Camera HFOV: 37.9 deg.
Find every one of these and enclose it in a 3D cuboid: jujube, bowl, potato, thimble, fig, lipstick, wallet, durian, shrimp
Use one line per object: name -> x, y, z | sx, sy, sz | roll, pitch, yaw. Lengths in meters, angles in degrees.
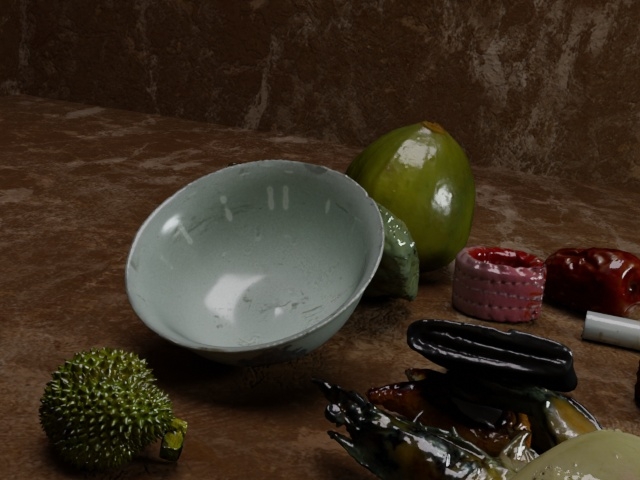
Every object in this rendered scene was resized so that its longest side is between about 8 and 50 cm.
jujube -> 0.581, 0.085, 2.000 | 0.155, 0.155, 0.230 | -10, 17, -43
bowl -> -0.095, 0.075, 1.587 | 0.434, 0.196, 0.435 | -6, 45, 7
potato -> 0.340, 0.273, 1.384 | 0.070, 0.092, 0.138 | -18, 28, -27
thimble -> 0.370, 0.088, 1.941 | 0.189, 0.125, 0.163 | 9, 18, 11
fig -> 0.201, -0.099, 2.126 | 0.343, 0.344, 0.343 | 6, 17, -2
lipstick -> 0.646, 0.191, 1.821 | 0.263, 0.059, 0.059 | 12, 18, 16
wallet -> 0.277, 0.181, 1.432 | 0.228, 0.062, 0.406 | 8, -9, 17
durian -> -0.283, 0.220, 1.229 | 0.198, 0.146, 0.159 | 17, 21, 40
shrimp -> 0.193, 0.255, 1.231 | 0.444, 0.085, 0.272 | 21, 45, 20

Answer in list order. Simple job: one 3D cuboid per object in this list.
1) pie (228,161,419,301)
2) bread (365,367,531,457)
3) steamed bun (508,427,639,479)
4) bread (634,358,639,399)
pie -> 0.024, 0.011, 1.862 | 0.417, 0.181, 0.395 | 17, -15, 27
bread -> 0.199, 0.260, 1.387 | 0.139, 0.095, 0.268 | -14, 16, -38
steamed bun -> 0.313, 0.312, 1.009 | 0.272, 0.166, 0.232 | -18, 47, -25
bread -> 0.625, 0.181, 1.575 | 0.135, 0.232, 0.246 | 26, 16, 25
